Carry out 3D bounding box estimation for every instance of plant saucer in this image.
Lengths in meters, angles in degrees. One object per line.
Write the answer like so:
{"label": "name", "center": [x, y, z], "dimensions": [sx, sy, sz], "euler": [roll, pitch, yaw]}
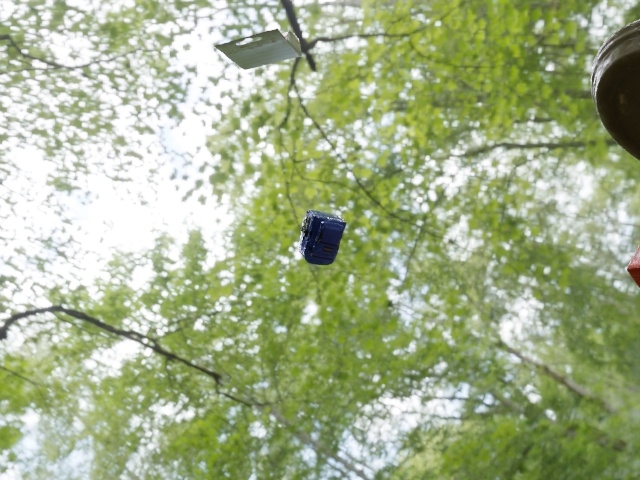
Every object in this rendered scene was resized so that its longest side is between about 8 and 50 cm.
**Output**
{"label": "plant saucer", "center": [0.486, -0.175, 0.892], "dimensions": [0.041, 0.277, 0.278], "euler": [-50, -46, -19]}

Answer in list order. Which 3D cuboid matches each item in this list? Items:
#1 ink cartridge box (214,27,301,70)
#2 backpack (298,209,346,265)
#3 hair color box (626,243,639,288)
{"label": "ink cartridge box", "center": [-0.134, -0.424, 1.443], "dimensions": [0.179, 0.145, 0.045], "euler": [17, -117, -75]}
{"label": "backpack", "center": [0.000, 0.000, 1.597], "dimensions": [0.097, 0.101, 0.120], "euler": [13, -73, -19]}
{"label": "hair color box", "center": [0.452, 0.059, 0.822], "dimensions": [0.167, 0.053, 0.093], "euler": [48, -117, -18]}
